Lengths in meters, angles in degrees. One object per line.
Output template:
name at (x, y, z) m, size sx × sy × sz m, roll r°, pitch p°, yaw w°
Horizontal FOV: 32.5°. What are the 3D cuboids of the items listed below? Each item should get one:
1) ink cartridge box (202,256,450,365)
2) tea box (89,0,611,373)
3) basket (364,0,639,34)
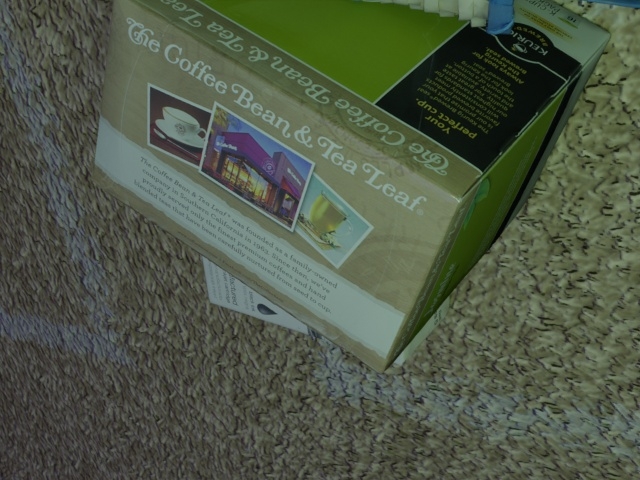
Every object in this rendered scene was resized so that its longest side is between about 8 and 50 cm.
ink cartridge box at (0.000, 0.000, 1.248) m, size 0.273 × 0.115 × 0.198 m, roll 15°, pitch 128°, yaw 29°
tea box at (0.026, -0.120, 0.992) m, size 0.329 × 0.323 × 0.220 m, roll 33°, pitch 135°, yaw 15°
basket at (0.157, -0.292, 0.852) m, size 0.289 × 0.201 × 0.254 m, roll 9°, pitch 144°, yaw 9°
